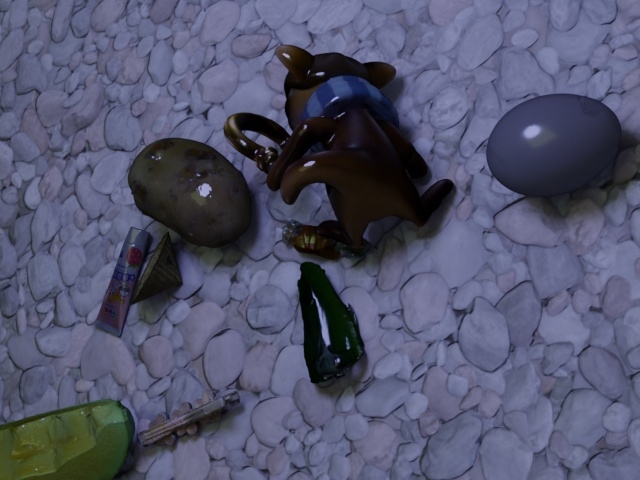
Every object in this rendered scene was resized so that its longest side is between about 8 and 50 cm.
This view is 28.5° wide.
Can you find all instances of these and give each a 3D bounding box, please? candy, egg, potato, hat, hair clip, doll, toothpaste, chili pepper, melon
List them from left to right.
[{"bbox_3d":[-0.440,0.367,2.191,0.323,0.124,0.196,-21,64,20],"label":"melon"},{"bbox_3d":[-0.358,0.072,2.290,0.067,0.043,0.194,18,90,34],"label":"toothpaste"},{"bbox_3d":[-0.273,0.063,2.225,0.146,0.067,0.146,-59,12,20],"label":"hat"},{"bbox_3d":[-0.218,0.295,2.111,0.214,0.056,0.062,-28,76,33],"label":"hair clip"},{"bbox_3d":[-0.220,-0.087,2.185,0.262,0.165,0.165,26,89,31],"label":"potato"},{"bbox_3d":[0.000,0.000,2.066,0.182,0.046,0.053,13,79,39],"label":"candy"},{"bbox_3d":[0.000,0.132,2.011,0.108,0.062,0.216,-29,58,23],"label":"chili pepper"},{"bbox_3d":[0.025,-0.148,2.014,0.209,0.318,0.340,105,154,-49],"label":"doll"},{"bbox_3d":[0.336,-0.138,1.823,0.198,0.146,0.146,-11,68,24],"label":"egg"}]
